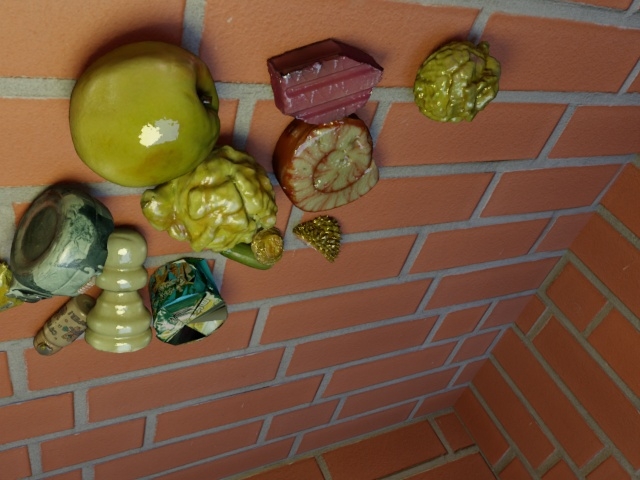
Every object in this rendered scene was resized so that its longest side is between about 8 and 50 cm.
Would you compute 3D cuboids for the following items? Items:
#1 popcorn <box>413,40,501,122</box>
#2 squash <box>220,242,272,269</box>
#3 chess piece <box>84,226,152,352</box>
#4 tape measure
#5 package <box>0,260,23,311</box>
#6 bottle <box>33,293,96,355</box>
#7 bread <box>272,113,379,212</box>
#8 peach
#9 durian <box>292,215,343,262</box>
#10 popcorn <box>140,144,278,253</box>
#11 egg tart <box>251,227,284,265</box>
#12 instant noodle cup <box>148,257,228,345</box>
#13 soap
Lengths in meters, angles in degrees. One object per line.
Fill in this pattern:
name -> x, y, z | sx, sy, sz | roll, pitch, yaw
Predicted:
popcorn -> 0.385, -0.437, 1.594 | 0.259, 0.212, 0.259 | -15, 144, -11
squash -> -0.234, 0.044, 1.814 | 0.069, 0.069, 0.239 | -45, 140, 17
chess piece -> -0.549, 0.124, 1.572 | 0.183, 0.182, 0.330 | -3, 109, -32
tape measure -> -0.618, 0.007, 1.368 | 0.275, 0.256, 0.147 | -19, 151, 28
package -> -0.882, 0.144, 1.471 | 0.227, 0.090, 0.168 | -21, 143, -17
bottle -> -0.747, 0.257, 1.670 | 0.209, 0.110, 0.097 | -41, 110, 11
bread -> 0.014, -0.225, 1.647 | 0.295, 0.114, 0.327 | -26, 142, -4
peach -> -0.370, -0.258, 1.222 | 0.316, 0.281, 0.314 | -16, 146, -5
durian -> 0.001, 0.002, 1.898 | 0.132, 0.165, 0.182 | -11, 123, 24
popcorn -> -0.259, -0.104, 1.461 | 0.279, 0.274, 0.335 | 0, 178, 20
egg tart -> -0.160, 0.020, 1.803 | 0.131, 0.052, 0.130 | -4, 96, -40
instant noodle cup -> -0.416, 0.178, 1.748 | 0.240, 0.178, 0.240 | -18, 140, -16
soap -> 0.022, -0.404, 1.455 | 0.289, 0.112, 0.182 | -21, 141, -13
